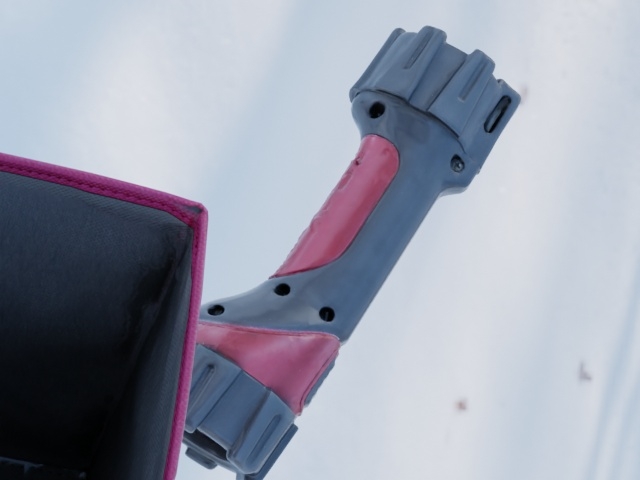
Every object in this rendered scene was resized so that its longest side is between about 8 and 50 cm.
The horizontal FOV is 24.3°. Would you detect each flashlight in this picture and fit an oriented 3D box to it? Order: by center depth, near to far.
[{"bbox_3d":[0.000,0.000,0.919,0.103,0.103,0.304,47,66,-39],"label":"flashlight"}]

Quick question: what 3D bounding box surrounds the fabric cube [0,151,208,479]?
[{"bbox_3d":[-0.206,0.128,0.588,0.258,0.254,0.259,120,-22,-51],"label":"fabric cube"}]
